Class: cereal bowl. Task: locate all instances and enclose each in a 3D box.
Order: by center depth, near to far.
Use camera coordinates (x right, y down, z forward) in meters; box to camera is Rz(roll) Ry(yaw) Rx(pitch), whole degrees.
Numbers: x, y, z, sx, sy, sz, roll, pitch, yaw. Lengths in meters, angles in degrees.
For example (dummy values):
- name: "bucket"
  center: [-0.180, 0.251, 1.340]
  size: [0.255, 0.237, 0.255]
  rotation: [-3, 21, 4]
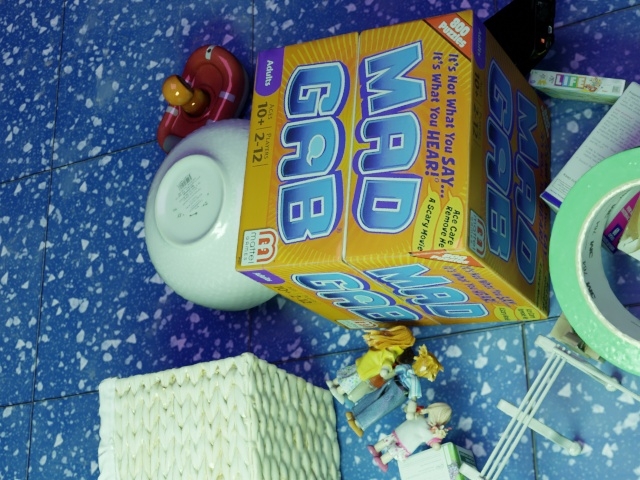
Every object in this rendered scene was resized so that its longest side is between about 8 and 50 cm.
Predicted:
- name: "cereal bowl"
  center: [-0.177, -0.051, 1.869]
  size: [0.339, 0.141, 0.339]
  rotation: [-8, 76, 35]

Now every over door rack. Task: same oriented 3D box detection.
- name: "over door rack"
  center: [0.392, 0.314, 1.542]
  size: [0.324, 0.108, 0.239]
  rotation: [30, 89, 20]

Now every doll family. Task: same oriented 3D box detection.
- name: "doll family"
  center: [0.105, 0.217, 1.682]
  size: [0.163, 0.118, 0.263]
  rotation: [-38, 31, 3]

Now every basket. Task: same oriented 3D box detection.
- name: "basket"
  center: [-0.144, 0.376, 1.687]
  size: [0.266, 0.328, 0.331]
  rotation: [-15, 64, 23]

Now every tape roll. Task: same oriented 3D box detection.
- name: "tape roll"
  center: [0.471, 0.027, 1.487]
  size: [0.321, 0.077, 0.321]
  rotation: [8, 104, 35]

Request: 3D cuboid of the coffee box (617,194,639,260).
- name: "coffee box"
  center: [0.538, -0.070, 1.536]
  size: [0.141, 0.098, 0.246]
  rotation: [35, 119, 34]

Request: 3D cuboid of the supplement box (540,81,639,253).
- name: "supplement box"
  center: [0.453, -0.108, 1.651]
  size: [0.114, 0.111, 0.220]
  rotation: [39, 94, 34]

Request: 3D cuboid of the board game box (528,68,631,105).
- name: "board game box"
  center: [0.417, -0.237, 1.724]
  size: [0.154, 0.103, 0.026]
  rotation: [13, 92, 33]

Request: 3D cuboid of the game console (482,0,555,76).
- name: "game console"
  center: [0.313, -0.423, 1.811]
  size: [0.213, 0.044, 0.361]
  rotation: [152, 126, -65]

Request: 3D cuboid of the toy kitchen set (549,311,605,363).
- name: "toy kitchen set"
  center: [0.389, 0.127, 1.625]
  size: [0.083, 0.068, 0.075]
  rotation: [28, 87, 34]

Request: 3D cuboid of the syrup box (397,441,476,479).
- name: "syrup box"
  center: [0.195, 0.427, 1.609]
  size: [0.096, 0.093, 0.237]
  rotation: [-24, 61, 20]

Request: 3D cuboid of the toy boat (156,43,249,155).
- name: "toy boat"
  center: [-0.242, -0.269, 2.094]
  size: [0.151, 0.151, 0.231]
  rotation: [19, 82, 34]

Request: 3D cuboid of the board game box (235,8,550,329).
- name: "board game box"
  center: [0.126, -0.084, 1.683]
  size: [0.356, 0.356, 0.356]
  rotation: [-6, 69, 29]
